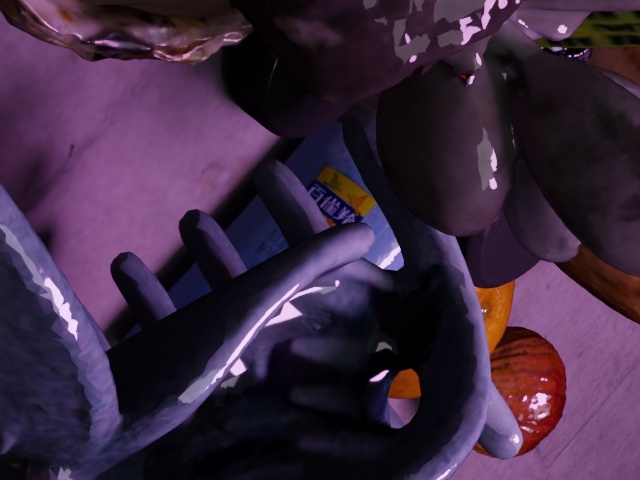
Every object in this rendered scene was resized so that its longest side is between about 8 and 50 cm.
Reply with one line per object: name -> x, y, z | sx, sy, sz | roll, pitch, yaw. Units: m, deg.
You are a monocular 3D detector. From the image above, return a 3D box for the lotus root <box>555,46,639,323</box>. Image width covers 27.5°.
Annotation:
lotus root -> 0.308, -0.071, 1.043 | 0.316, 0.250, 0.316 | -24, 138, -24

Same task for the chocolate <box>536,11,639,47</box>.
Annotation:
chocolate -> 0.168, -0.208, 0.622 | 0.288, 0.300, 0.137 | 35, 61, -61

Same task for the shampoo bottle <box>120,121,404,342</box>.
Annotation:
shampoo bottle -> 0.000, 0.000, 0.796 | 0.258, 0.104, 0.061 | -49, 168, -7

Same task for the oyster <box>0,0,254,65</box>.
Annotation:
oyster -> -0.087, -0.179, 0.513 | 0.166, 0.094, 0.294 | -39, 130, -15

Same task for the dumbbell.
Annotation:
dumbbell -> 0.045, -0.065, 0.697 | 0.100, 0.191, 0.100 | -34, 146, -27

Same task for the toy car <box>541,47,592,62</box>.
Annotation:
toy car -> 0.197, -0.196, 0.886 | 0.170, 0.070, 0.080 | -39, 147, -19

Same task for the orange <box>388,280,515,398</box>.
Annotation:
orange -> 0.057, 0.032, 0.892 | 0.154, 0.134, 0.155 | -20, 115, -52

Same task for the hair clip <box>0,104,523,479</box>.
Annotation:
hair clip -> -0.081, 0.110, 0.579 | 0.318, 0.392, 0.238 | -31, -175, 40

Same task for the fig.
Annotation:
fig -> 0.148, 0.129, 1.123 | 0.153, 0.119, 0.119 | 13, 111, -56

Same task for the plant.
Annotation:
plant -> 0.053, -0.098, 0.496 | 0.149, 0.146, 0.274 | -36, 123, 8
